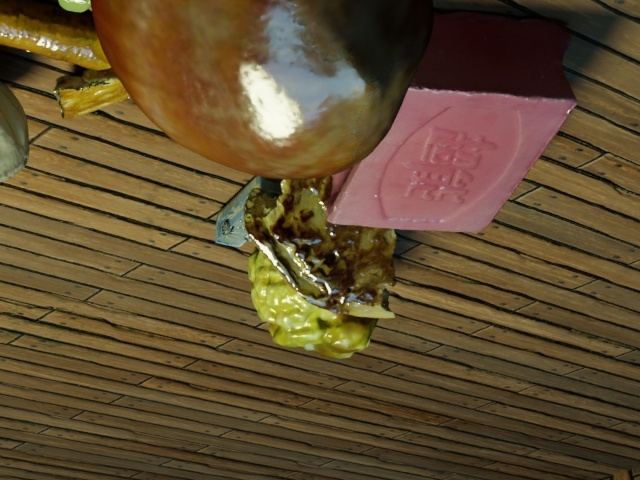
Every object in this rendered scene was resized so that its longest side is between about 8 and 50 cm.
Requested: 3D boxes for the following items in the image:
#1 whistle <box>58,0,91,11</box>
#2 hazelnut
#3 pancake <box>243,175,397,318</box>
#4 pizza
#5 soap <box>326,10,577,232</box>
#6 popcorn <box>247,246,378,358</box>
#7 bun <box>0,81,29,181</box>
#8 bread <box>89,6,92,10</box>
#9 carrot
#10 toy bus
[{"bbox_3d":[-0.248,-0.302,1.574,0.105,0.085,0.227,8,154,-12],"label":"whistle"},{"bbox_3d":[-0.055,-0.239,1.432,0.366,0.365,0.366,-2,156,-1],"label":"hazelnut"},{"bbox_3d":[0.000,0.000,2.115,0.212,0.257,0.056,-9,-172,-13],"label":"pancake"},{"bbox_3d":[-0.277,-0.184,1.826,0.185,0.036,0.176,-21,174,36],"label":"pizza"},{"bbox_3d":[0.151,-0.143,1.919,0.233,0.128,0.359,4,153,-13],"label":"soap"},{"bbox_3d":[0.005,0.082,2.279,0.206,0.237,0.251,-15,115,2],"label":"popcorn"},{"bbox_3d":[-0.470,-0.163,1.757,0.263,0.263,0.175,-1,112,-3],"label":"bun"},{"bbox_3d":[-0.218,-0.280,1.699,0.110,0.024,0.110,-1,156,0],"label":"bread"},{"bbox_3d":[-0.370,-0.256,1.701,0.314,0.066,0.066,14,151,-26],"label":"carrot"},{"bbox_3d":[-0.101,-0.043,2.190,0.051,0.061,0.153,14,149,-26],"label":"toy bus"}]
